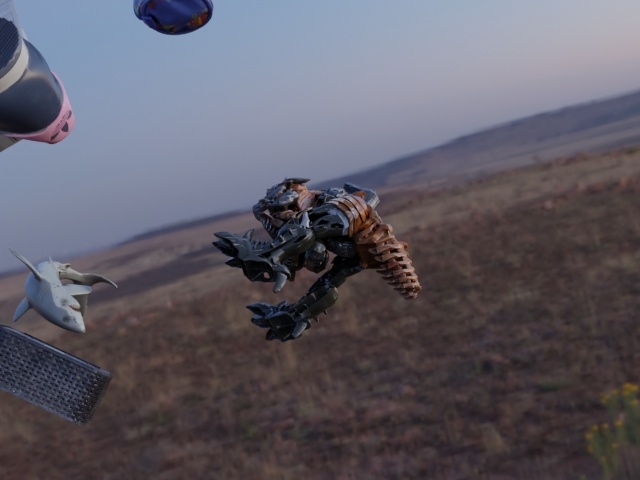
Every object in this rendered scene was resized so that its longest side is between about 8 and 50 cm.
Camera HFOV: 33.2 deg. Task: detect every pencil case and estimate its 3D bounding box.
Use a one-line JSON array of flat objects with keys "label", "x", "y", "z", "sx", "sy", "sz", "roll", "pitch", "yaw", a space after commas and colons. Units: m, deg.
[{"label": "pencil case", "x": -0.269, "y": -0.483, "z": 1.786, "sx": 0.133, "sy": 0.306, "sz": 0.119, "roll": -21, "pitch": -27, "yaw": 9}]

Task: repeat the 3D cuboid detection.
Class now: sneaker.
[{"label": "sneaker", "x": -0.373, "y": -0.170, "z": 1.086, "sx": 0.319, "sy": 0.131, "sz": 0.112, "roll": 27, "pitch": 73, "yaw": 39}]

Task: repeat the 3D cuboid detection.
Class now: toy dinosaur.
[{"label": "toy dinosaur", "x": 0.000, "y": 0.000, "z": 1.308, "sx": 0.218, "sy": 0.164, "sz": 0.322, "roll": -36, "pitch": 14, "yaw": -20}]

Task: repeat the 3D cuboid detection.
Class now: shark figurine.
[{"label": "shark figurine", "x": -0.434, "y": 0.087, "z": 1.696, "sx": 0.116, "sy": 0.166, "sz": 0.278, "roll": -52, "pitch": 8, "yaw": 5}]

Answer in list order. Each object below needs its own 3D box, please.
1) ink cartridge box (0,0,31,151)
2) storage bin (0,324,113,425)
[{"label": "ink cartridge box", "x": -0.486, "y": -0.223, "z": 1.545, "sx": 0.189, "sy": 0.232, "sz": 0.066, "roll": -29, "pitch": -38, "yaw": 7}, {"label": "storage bin", "x": -0.411, "y": 0.200, "z": 1.605, "sx": 0.180, "sy": 0.084, "sz": 0.122, "roll": 26, "pitch": -8, "yaw": -3}]
